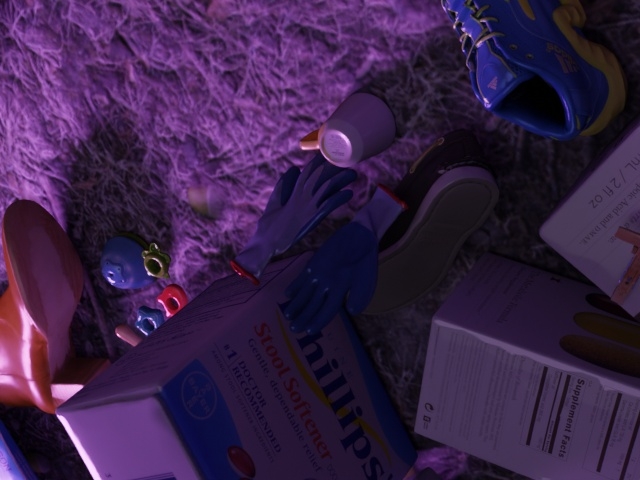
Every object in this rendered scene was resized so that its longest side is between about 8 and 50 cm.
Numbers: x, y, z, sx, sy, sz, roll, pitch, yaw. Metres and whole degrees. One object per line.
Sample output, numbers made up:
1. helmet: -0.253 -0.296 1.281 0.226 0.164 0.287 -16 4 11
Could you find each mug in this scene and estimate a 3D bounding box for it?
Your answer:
1. mug: 0.025 -0.094 1.011 0.062 0.064 0.078 47 129 1

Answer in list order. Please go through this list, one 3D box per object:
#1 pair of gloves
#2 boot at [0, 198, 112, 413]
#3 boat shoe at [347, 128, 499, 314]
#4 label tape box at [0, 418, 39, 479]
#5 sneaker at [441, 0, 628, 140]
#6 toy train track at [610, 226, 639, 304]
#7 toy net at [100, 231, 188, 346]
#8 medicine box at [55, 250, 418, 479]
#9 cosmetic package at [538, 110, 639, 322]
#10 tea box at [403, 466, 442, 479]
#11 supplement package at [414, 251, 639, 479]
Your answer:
1. pair of gloves: 0.000 0.000 1.005 0.159 0.023 0.198 -52 42 1
2. boot: -0.383 0.092 1.330 0.211 0.104 0.295 -3 117 32
3. boat shoe: 0.090 -0.011 1.016 0.081 0.068 0.227 12 139 -24
4. label tape box: -0.463 0.379 1.524 0.348 0.115 0.249 -23 100 35
5. sneaker: 0.147 -0.175 0.856 0.240 0.126 0.091 46 128 2
6. toy train track: 0.232 0.013 0.781 0.048 0.014 0.083 25 132 10
7. toy net: -0.183 0.102 1.255 0.122 0.045 0.232 -3 114 30
8. medicine box: -0.068 0.194 1.073 0.149 0.289 0.263 -18 104 37
9. cosmetic package: 0.300 -0.022 0.827 0.184 0.151 0.151 41 130 6
10. tea box: 0.073 0.478 1.147 0.329 0.220 0.323 -37 100 32
11. supplement package: 0.227 0.128 0.958 0.244 0.139 0.133 18 123 21
